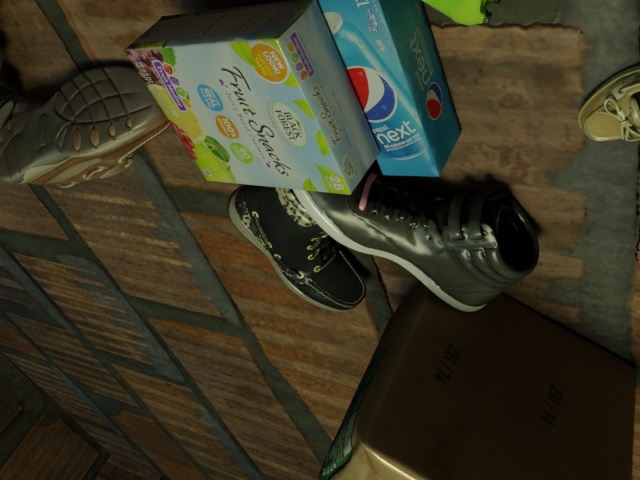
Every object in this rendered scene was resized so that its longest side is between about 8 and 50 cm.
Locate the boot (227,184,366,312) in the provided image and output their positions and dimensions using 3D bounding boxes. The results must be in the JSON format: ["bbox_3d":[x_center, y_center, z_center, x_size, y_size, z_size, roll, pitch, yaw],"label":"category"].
[{"bbox_3d":[-0.002,0.001,0.877,0.236,0.085,0.178,44,153,-12],"label":"boot"}]

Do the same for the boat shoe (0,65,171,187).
[{"bbox_3d":[-0.311,-0.147,0.937,0.324,0.123,0.116,-9,164,34],"label":"boat shoe"}]

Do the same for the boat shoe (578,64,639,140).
[{"bbox_3d":[0.279,-0.114,0.554,0.056,0.048,0.153,46,144,-22],"label":"boat shoe"}]

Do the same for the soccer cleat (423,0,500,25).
[{"bbox_3d":[0.115,-0.240,0.508,0.072,0.060,0.179,25,149,12],"label":"soccer cleat"}]

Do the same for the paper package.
[{"bbox_3d":[0.193,0.230,0.809,0.309,0.325,0.168,29,133,4],"label":"paper package"}]

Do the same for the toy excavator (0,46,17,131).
[{"bbox_3d":[-0.494,-0.230,0.726,0.222,0.433,0.445,28,128,-11],"label":"toy excavator"}]

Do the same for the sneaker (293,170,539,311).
[{"bbox_3d":[0.114,-0.033,0.750,0.295,0.105,0.147,32,146,-13],"label":"sneaker"}]

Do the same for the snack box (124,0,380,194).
[{"bbox_3d":[-0.067,-0.136,0.667,0.207,0.070,0.174,7,140,38],"label":"snack box"}]

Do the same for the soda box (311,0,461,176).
[{"bbox_3d":[0.067,-0.161,0.637,0.067,0.071,0.210,5,139,35],"label":"soda box"}]
